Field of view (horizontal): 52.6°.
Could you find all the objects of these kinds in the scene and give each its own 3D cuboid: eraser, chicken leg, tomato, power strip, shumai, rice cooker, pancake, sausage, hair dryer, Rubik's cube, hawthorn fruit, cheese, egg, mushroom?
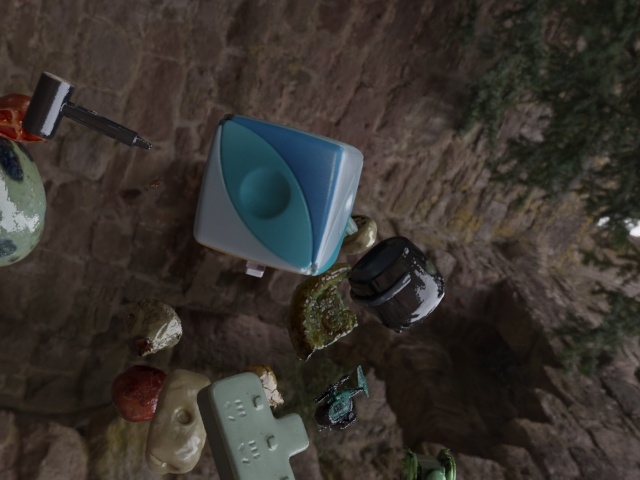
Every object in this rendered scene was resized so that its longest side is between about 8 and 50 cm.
[{"bbox_3d":[-0.217,0.078,2.199,0.105,0.065,0.026,-82,-168,-55],"label":"eraser"},{"bbox_3d":[-0.149,0.363,1.374,0.085,0.101,0.207,9,-104,45],"label":"chicken leg"},{"bbox_3d":[-0.675,-0.282,1.458,0.155,0.156,0.069,140,-43,-58],"label":"tomato"},{"bbox_3d":[-0.102,0.365,1.150,0.059,0.194,0.264,-30,-106,35],"label":"power strip"},{"bbox_3d":[-0.546,0.290,2.055,0.120,0.201,0.201,-79,-167,-63],"label":"shumai"},{"bbox_3d":[0.227,0.136,1.934,0.267,0.224,0.267,-34,-162,13],"label":"rice cooker"},{"bbox_3d":[0.014,0.189,1.777,0.054,0.197,0.376,114,-5,-47],"label":"pancake"},{"bbox_3d":[-0.442,-0.157,1.743,0.116,0.026,0.026,-120,-132,-75],"label":"sausage"},{"bbox_3d":[-0.477,-0.233,1.339,0.128,0.256,0.070,-62,-169,7],"label":"hair dryer"},{"bbox_3d":[-0.099,-0.118,1.694,0.352,0.348,0.351,-2,107,-81],"label":"Rubik's cube"},{"bbox_3d":[-0.531,0.468,2.014,0.181,0.235,0.181,-17,90,-85],"label":"hawthorn fruit"},{"bbox_3d":[-0.299,0.392,1.371,0.218,0.117,0.235,-93,-167,-68],"label":"cheese"},{"bbox_3d":[-0.900,-0.125,1.673,0.427,0.345,0.345,65,-10,-18],"label":"egg"},{"bbox_3d":[0.108,-0.026,2.098,0.154,0.122,0.154,-26,-148,18],"label":"mushroom"}]

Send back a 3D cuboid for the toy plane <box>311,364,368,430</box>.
[{"bbox_3d":[0.077,0.580,2.356,0.106,0.382,0.155,-14,-90,35],"label":"toy plane"}]

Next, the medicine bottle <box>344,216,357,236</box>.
[{"bbox_3d":[0.000,0.000,1.891,0.218,0.074,0.074,-34,-147,12],"label":"medicine bottle"}]

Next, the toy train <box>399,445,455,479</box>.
[{"bbox_3d":[0.320,0.726,1.942,0.271,0.159,0.188,90,3,-80],"label":"toy train"}]
